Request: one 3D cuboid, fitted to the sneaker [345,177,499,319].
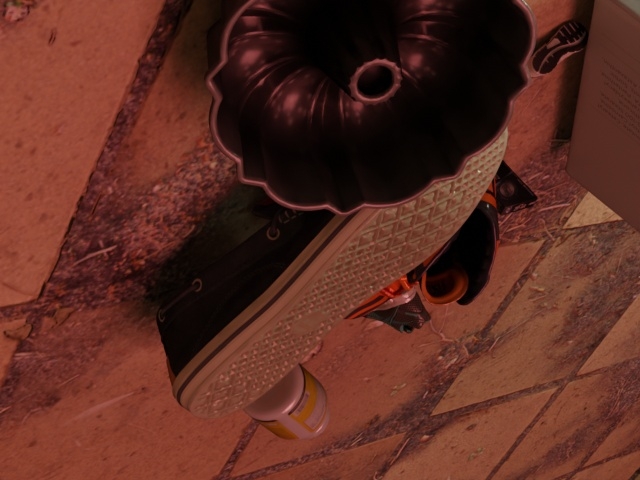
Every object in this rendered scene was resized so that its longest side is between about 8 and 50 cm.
[{"bbox_3d":[0.106,0.032,1.550,0.124,0.180,0.321,22,128,-24],"label":"sneaker"}]

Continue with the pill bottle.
[{"bbox_3d":[-0.048,0.234,1.779,0.103,0.103,0.184,-39,151,-1],"label":"pill bottle"}]

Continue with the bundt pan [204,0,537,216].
[{"bbox_3d":[0.038,-0.189,1.197,0.331,0.124,0.331,-10,133,-10],"label":"bundt pan"}]

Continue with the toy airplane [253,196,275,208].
[{"bbox_3d":[-0.014,-0.083,1.451,0.151,0.028,0.151,-28,149,-18],"label":"toy airplane"}]

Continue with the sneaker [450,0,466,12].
[{"bbox_3d":[0.157,-0.244,1.355,0.084,0.083,0.215,-33,153,9],"label":"sneaker"}]

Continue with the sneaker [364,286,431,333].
[{"bbox_3d":[0.103,0.103,1.744,0.065,0.076,0.166,-38,-173,-19],"label":"sneaker"}]

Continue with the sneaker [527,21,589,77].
[{"bbox_3d":[0.305,-0.249,1.588,0.109,0.040,0.044,-35,-176,-21],"label":"sneaker"}]

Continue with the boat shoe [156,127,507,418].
[{"bbox_3d":[0.000,0.000,1.415,0.500,0.156,0.187,-42,149,11],"label":"boat shoe"}]

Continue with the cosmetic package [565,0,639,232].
[{"bbox_3d":[0.571,-0.195,1.632,0.329,0.327,0.394,-37,152,-18],"label":"cosmetic package"}]

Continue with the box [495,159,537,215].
[{"bbox_3d":[0.256,-0.075,1.716,0.067,0.083,0.018,-15,144,-35],"label":"box"}]
